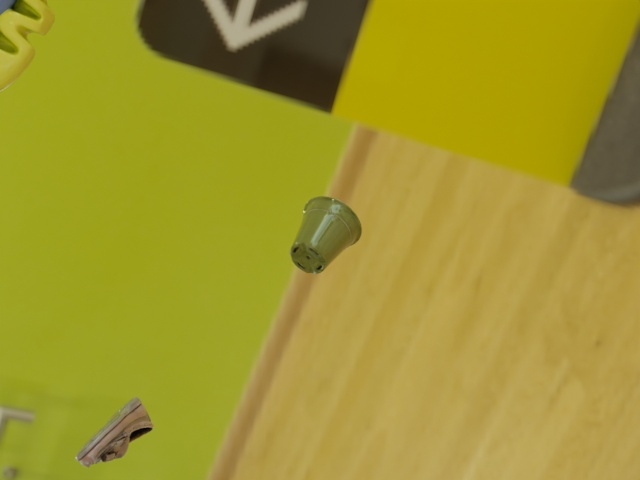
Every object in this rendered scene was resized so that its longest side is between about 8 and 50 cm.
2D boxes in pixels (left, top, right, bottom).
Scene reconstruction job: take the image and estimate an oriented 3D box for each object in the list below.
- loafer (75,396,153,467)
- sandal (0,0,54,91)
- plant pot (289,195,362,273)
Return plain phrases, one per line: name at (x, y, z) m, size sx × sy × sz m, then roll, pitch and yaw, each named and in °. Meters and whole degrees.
loafer at (-0.199, 0.195, 1.463) m, size 0.045 × 0.039 × 0.125 m, roll -40°, pitch 3°, yaw 24°
sandal at (-0.239, -0.275, 1.157) m, size 0.126 × 0.138 × 0.317 m, roll 17°, pitch 78°, yaw 58°
plant pot at (0.000, 0.000, 1.885) m, size 0.079 × 0.083 × 0.083 m, roll -57°, pitch 2°, yaw -42°
